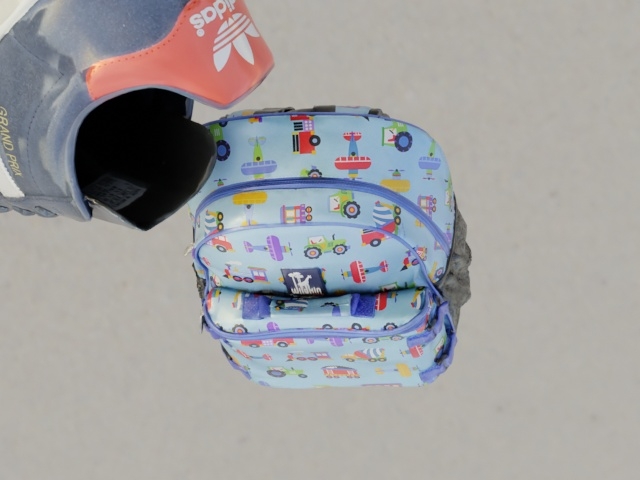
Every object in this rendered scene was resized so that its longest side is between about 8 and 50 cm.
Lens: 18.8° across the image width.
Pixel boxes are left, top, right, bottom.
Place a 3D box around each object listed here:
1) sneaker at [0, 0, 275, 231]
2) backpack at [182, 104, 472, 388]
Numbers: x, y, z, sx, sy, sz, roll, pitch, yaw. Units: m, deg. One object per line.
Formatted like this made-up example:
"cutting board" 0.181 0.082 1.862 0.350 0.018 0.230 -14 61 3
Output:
"sneaker" -0.146 -0.052 1.007 0.131 0.148 0.350 -44 -175 -37
"backpack" 0.000 0.000 1.054 0.158 0.117 0.173 1 156 9
